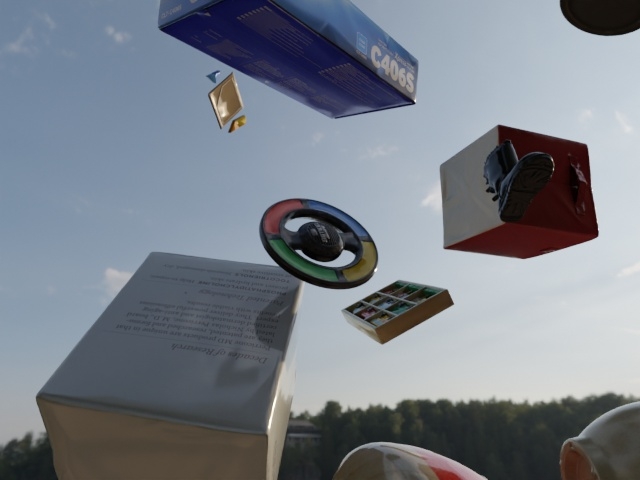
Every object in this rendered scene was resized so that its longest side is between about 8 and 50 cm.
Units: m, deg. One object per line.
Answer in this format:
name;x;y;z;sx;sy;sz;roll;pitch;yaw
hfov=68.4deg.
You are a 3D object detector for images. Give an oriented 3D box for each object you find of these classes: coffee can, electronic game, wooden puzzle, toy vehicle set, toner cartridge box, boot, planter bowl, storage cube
coffee can;0.710;-0.654;1.086;0.202;0.275;0.201;27;-6;3
electronic game;0.000;0.000;0.858;0.230;0.229;0.048;10;-50;-20
wooden puzzle;-0.155;-0.228;0.770;0.014;0.078;0.116;17;-41;22
toy vehicle set;0.155;0.146;1.024;0.166;0.035;0.267;-27;4;-11
toner cartridge box;-0.020;-0.264;0.642;0.165;0.075;0.348;0;-7;39
boot;0.255;-0.094;0.621;0.045;0.099;0.121;3;-39;-2
planter bowl;0.298;0.233;0.440;0.109;0.161;0.162;-4;-26;3
storage cube;0.354;-0.077;0.874;0.193;0.183;0.215;7;-16;-18

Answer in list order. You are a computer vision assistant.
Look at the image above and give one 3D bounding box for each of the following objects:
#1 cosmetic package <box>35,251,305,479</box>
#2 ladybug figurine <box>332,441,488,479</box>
cosmetic package;-0.219;0.269;0.860;0.328;0.393;0.329;7;-59;2
ladybug figurine;0.115;0.387;0.518;0.162;0.305;0.449;-6;-39;-17
